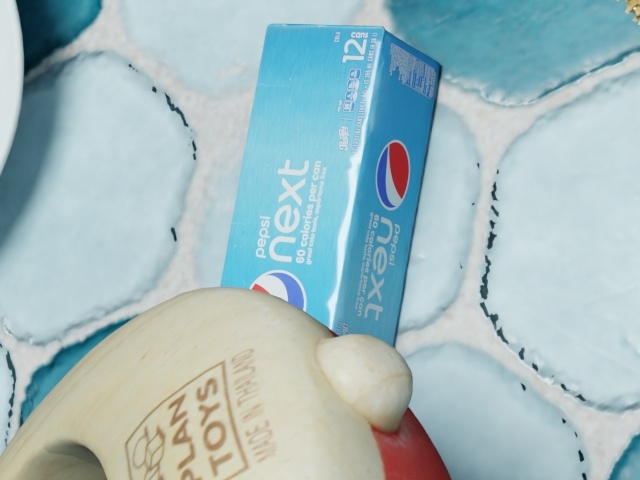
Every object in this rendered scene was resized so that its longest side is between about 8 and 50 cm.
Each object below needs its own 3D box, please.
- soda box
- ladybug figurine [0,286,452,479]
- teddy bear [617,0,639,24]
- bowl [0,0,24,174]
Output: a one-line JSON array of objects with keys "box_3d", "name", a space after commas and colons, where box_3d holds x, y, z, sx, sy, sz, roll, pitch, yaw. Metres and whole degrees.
[{"box_3d": [0.000, 0.000, 0.875, 0.071, 0.067, 0.210, 6, 82, 31], "name": "soda box"}, {"box_3d": [-0.074, 0.211, 0.768, 0.449, 0.162, 0.305, -52, 34, 31], "name": "ladybug figurine"}, {"box_3d": [0.197, -0.253, 0.812, 0.245, 0.113, 0.338, -31, 58, 13], "name": "teddy bear"}, {"box_3d": [-0.314, -0.104, 1.004, 0.298, 0.134, 0.297, 0, 98, -3], "name": "bowl"}]
